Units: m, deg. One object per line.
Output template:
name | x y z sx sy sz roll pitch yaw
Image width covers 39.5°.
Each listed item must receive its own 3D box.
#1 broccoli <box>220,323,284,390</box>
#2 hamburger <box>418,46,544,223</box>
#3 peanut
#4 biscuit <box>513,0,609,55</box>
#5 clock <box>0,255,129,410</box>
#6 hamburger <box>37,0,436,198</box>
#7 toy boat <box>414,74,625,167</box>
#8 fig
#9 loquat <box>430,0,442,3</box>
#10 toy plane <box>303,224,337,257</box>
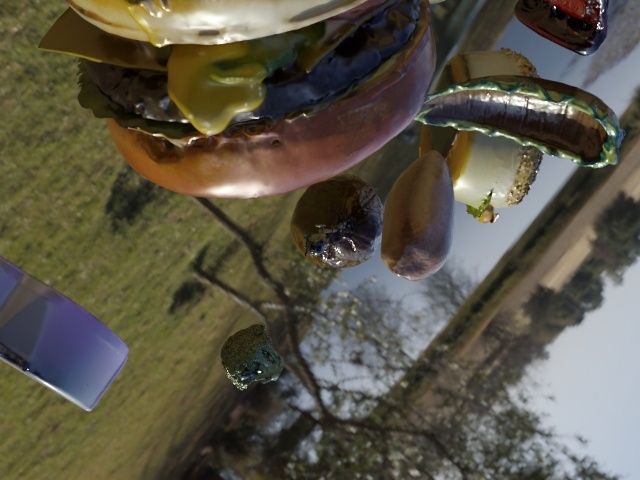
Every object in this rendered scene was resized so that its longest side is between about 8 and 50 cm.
broccoli | -0.130 0.223 1.689 0.130 0.120 0.131 -66 -174 -31
hamburger | 0.290 -0.190 1.545 0.294 0.179 0.276 109 -19 -45
peanut | 0.100 -0.027 0.899 0.076 0.076 0.152 105 1 -60
biscuit | 0.348 -0.364 1.217 0.063 0.151 0.235 -42 157 -18
clock | -0.423 0.110 1.213 0.102 0.338 0.338 -59 170 -18
hamburger | -0.051 -0.188 0.623 0.291 0.291 0.225 -44 142 -29
toy boat | 0.253 -0.168 1.178 0.108 0.292 0.099 83 24 -54
fig | 0.038 -0.007 1.659 0.191 0.190 0.290 -56 -161 19
loquat | 0.206 -0.622 1.767 0.276 0.284 0.276 -30 -179 0
toy plane | 0.000 0.000 1.389 0.121 0.049 0.031 -80 168 -72
